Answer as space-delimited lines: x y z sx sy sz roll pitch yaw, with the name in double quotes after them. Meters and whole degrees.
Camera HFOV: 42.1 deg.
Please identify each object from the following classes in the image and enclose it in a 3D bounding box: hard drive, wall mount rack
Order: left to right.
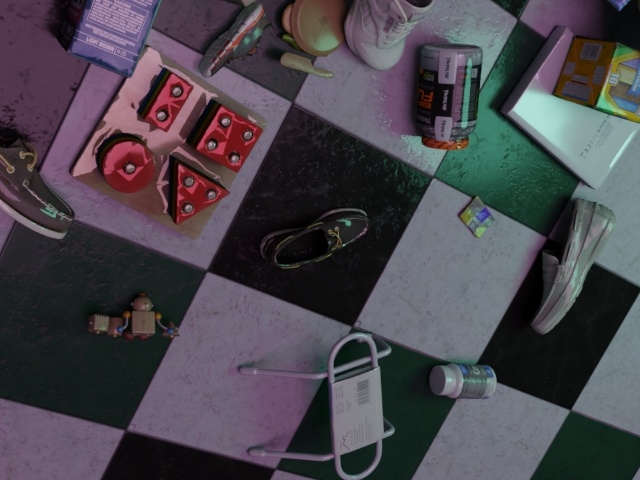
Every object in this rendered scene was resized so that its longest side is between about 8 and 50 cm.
0.004 0.337 1.706 0.304 0.130 0.350 -14 114 -23 "wall mount rack"
0.545 -0.274 1.761 0.318 0.040 0.210 32 94 -31 "hard drive"

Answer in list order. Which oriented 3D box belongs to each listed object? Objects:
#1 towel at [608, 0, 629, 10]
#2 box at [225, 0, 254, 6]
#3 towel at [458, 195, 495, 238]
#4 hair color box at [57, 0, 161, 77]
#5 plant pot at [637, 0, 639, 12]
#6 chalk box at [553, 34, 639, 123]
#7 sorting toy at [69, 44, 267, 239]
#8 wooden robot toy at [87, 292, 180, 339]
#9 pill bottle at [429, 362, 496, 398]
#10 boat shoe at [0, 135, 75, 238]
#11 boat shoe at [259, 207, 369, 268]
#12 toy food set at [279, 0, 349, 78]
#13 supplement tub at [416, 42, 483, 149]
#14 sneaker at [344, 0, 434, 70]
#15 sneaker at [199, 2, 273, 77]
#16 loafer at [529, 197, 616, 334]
0.584 -0.630 1.571 0.243 0.040 0.336 42 90 8 "towel"
-0.050 -0.527 1.347 0.311 0.121 0.148 -38 120 -7 "box"
0.334 -0.049 1.769 0.060 0.009 0.083 -45 120 -4 "towel"
-0.282 -0.434 1.247 0.105 0.174 0.347 19 100 -28 "hair color box"
0.850 -0.461 1.562 0.366 0.353 0.367 16 66 -41 "plant pot"
0.606 -0.314 1.673 0.213 0.132 0.132 12 103 -27 "chalk box"
-0.247 -0.153 1.419 0.257 0.089 0.255 29 95 -31 "sorting toy"
-0.338 0.137 1.517 0.173 0.076 0.079 6 71 -26 "wooden robot toy"
0.318 0.315 1.860 0.137 0.078 0.078 7 106 -27 "pill bottle"
-0.507 -0.129 1.299 0.097 0.116 0.324 -47 115 2 "boat shoe"
0.000 0.000 1.601 0.227 0.068 0.081 -19 116 -17 "boat shoe"
-0.008 -0.392 1.473 0.132 0.038 0.192 12 99 -35 "toy food set"
0.243 -0.274 1.580 0.117 0.117 0.190 -6 111 -22 "supplement tub"
0.119 -0.388 1.417 0.114 0.152 0.305 -35 152 -16 "sneaker"
-0.138 -0.330 1.421 0.158 0.061 0.065 -48 127 -1 "sneaker"
0.542 0.057 1.861 0.111 0.112 0.319 26 100 6 "loafer"
